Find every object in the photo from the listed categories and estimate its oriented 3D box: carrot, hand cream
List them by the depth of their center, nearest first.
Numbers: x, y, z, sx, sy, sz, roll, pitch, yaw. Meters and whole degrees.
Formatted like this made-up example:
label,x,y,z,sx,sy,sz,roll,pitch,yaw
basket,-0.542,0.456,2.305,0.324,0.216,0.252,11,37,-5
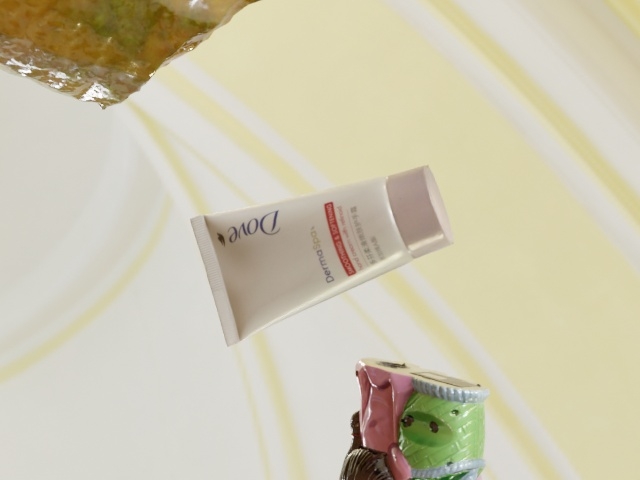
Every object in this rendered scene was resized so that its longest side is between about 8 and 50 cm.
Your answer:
label,x,y,z,sx,sy,sz,roll,pitch,yaw
carrot,-0.253,-0.270,1.375,0.241,0.340,0.241,-38,-139,44
hand cream,0.000,0.000,1.402,0.248,0.083,0.133,-21,-100,11

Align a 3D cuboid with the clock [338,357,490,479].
label,x,y,z,sx,sy,sz,roll,pitch,yaw
clock,0.106,0.250,1.713,0.194,0.100,0.195,15,-85,42
